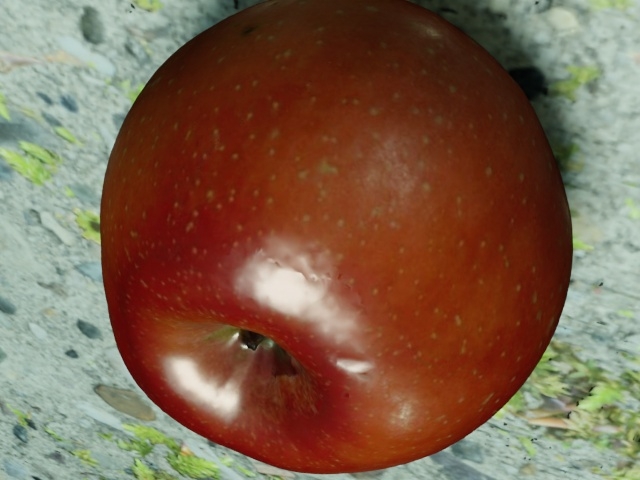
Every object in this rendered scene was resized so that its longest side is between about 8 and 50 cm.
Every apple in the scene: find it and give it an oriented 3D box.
[{"bbox_3d":[0.000,0.000,0.562,0.260,0.216,0.260,16,138,15],"label":"apple"}]
